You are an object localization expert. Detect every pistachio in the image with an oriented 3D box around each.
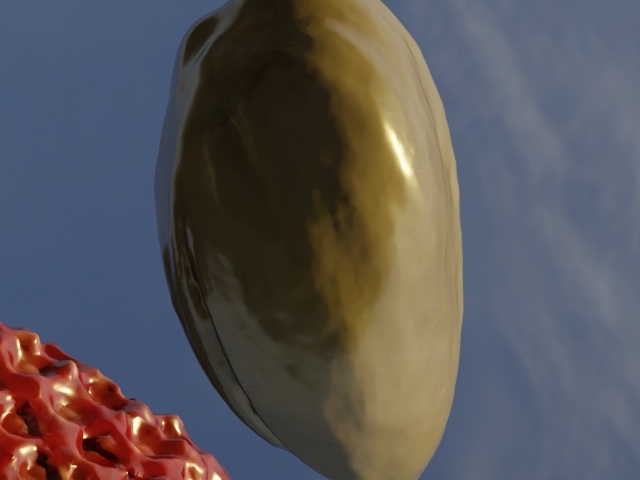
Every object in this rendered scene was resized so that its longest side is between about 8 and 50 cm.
[{"bbox_3d":[0.000,0.000,0.799,0.136,0.226,0.136,-10,-160,4],"label":"pistachio"}]

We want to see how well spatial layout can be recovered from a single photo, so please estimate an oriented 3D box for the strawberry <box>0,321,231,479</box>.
[{"bbox_3d":[-0.182,0.159,0.951,0.336,0.149,0.265,7,-94,-12],"label":"strawberry"}]
